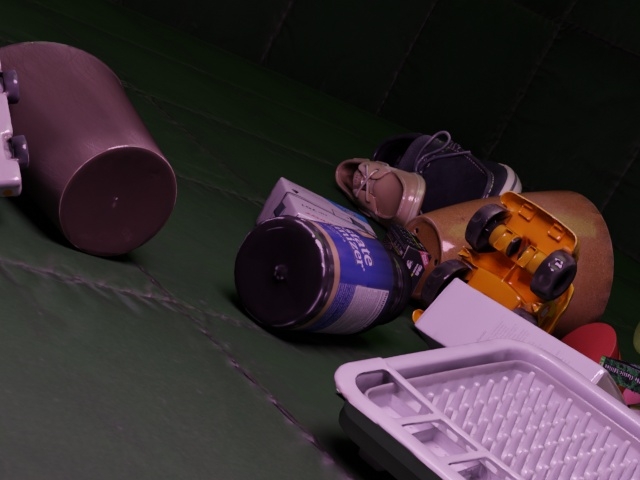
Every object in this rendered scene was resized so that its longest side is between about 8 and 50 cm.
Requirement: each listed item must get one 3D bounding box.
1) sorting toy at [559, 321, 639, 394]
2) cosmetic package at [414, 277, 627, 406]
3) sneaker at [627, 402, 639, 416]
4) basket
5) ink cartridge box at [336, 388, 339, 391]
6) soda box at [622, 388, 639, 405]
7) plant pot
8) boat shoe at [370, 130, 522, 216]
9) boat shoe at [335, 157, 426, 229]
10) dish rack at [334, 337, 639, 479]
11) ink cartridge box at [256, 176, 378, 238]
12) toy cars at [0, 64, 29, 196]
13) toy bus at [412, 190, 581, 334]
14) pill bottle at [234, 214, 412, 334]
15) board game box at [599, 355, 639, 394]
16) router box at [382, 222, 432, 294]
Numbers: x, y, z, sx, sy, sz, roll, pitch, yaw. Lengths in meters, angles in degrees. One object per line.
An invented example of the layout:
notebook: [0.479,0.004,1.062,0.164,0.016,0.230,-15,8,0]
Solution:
sorting toy: [0.478,0.155,1.845,0.126,0.365,0.127,49,37,-22]
cosmetic package: [0.230,0.146,1.606,0.231,0.085,0.117,35,-11,38]
sneaker: [0.421,0.279,1.510,0.147,0.145,0.384,17,3,-17]
basket: [-0.255,-0.094,1.470,0.204,0.154,0.227,13,22,-37]
ink cartridge box: [0.146,0.183,1.434,0.171,0.056,0.235,36,11,32]
soda box: [0.482,0.277,1.723,0.263,0.092,0.083,36,14,33]
plant pot: [0.242,0.034,1.991,0.254,0.237,0.237,5,21,-29]
boat shoe: [0.212,-0.096,2.528,0.156,0.187,0.500,31,3,-19]
boat shoe: [0.099,-0.087,2.433,0.098,0.109,0.302,19,7,-17]
dish rack: [0.187,0.201,1.262,0.285,0.072,0.333,36,26,34]
ink cartridge box: [0.000,0.000,1.836,0.139,0.082,0.191,25,10,-15]
toy cars: [-0.432,-0.150,1.411,0.393,0.087,0.176,32,51,16]
toy bus: [0.261,0.072,1.823,0.149,0.220,0.211,39,8,34]
pill bottle: [0.011,0.043,1.552,0.123,0.123,0.219,35,13,29]
board game box: [0.453,0.188,1.676,0.136,0.030,0.259,20,3,43]
router box: [0.103,0.038,1.884,0.038,0.092,0.122,25,12,-14]
